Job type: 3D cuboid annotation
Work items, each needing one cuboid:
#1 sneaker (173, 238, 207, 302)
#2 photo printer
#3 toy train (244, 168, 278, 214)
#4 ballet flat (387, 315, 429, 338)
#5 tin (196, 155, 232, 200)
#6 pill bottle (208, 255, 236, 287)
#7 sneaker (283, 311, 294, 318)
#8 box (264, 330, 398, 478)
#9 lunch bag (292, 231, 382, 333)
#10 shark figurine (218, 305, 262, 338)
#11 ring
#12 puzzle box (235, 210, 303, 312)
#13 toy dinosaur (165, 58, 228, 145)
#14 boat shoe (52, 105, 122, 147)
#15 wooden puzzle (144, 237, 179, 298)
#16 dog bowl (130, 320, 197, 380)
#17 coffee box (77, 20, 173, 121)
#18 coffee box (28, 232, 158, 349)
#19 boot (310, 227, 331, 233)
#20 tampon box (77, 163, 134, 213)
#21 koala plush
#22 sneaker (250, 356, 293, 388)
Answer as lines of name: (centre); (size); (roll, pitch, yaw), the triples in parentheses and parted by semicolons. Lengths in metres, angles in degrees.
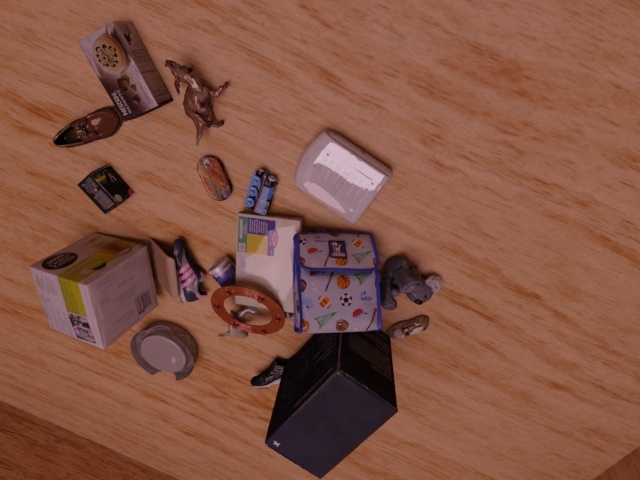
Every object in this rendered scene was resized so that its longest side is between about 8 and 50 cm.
sneaker: (-0.594, 0.134, 1.955); (0.131, 0.112, 0.318); (-6, 117, -10)
photo printer: (0.069, -0.239, 1.578); (0.308, 0.107, 0.256); (32, 120, -5)
toy train: (-0.234, -0.193, 1.694); (0.105, 0.080, 0.184); (18, 118, -7)
ballet flat: (0.379, 0.391, 1.876); (0.206, 0.067, 0.073); (-32, 108, 26)
tin: (-0.425, -0.251, 1.727); (0.106, 0.040, 0.189); (-13, 114, 15)
pill bottle: (-0.398, 0.172, 1.909); (0.112, 0.112, 0.186); (-31, 107, 26)
sneaker: (-0.195, 0.220, 1.907); (0.115, 0.105, 0.281); (-15, 103, 27)
box: (0.050, 0.612, 1.803); (0.297, 0.471, 0.480); (37, 111, -8)
lunch bag: (0.055, 0.158, 1.650); (0.328, 0.239, 0.385); (1, 80, -10)
shark figurine: (-0.394, 0.360, 2.025); (0.166, 0.116, 0.278); (3, 134, -27)
ring: (-0.316, 0.312, 1.843); (0.337, 0.032, 0.336); (9, 135, 9)
puzzle box: (-0.216, 0.090, 1.782); (0.272, 0.052, 0.408); (8, 107, 11)
toy dinosaur: (-0.458, -0.506, 1.552); (0.201, 0.127, 0.295); (24, 133, 8)
boat shoe: (-0.925, -0.434, 1.701); (0.308, 0.104, 0.110); (-19, 112, 22)
wooden puzzle: (-0.715, 0.122, 1.948); (0.239, 0.044, 0.220); (29, 128, 37)
dog bowl: (-0.801, 0.569, 2.227); (0.349, 0.102, 0.348); (6, 120, 10)
coffee box: (-0.696, -0.605, 1.546); (0.168, 0.118, 0.297); (-16, 113, 19)
coffee box: (-0.988, 0.208, 1.904); (0.335, 0.337, 0.337); (13, 121, 20)
boot: (0.000, 0.000, 1.767); (0.087, 0.042, 0.118); (7, 127, 0)
tampon box: (-0.901, -0.218, 1.805); (0.102, 0.120, 0.161); (-30, 108, 26)
koala plush: (0.369, 0.181, 1.724); (0.221, 0.203, 0.196); (23, 133, -24)
sneaker: (-0.231, 0.651, 2.153); (0.284, 0.107, 0.124); (-17, 104, 13)
